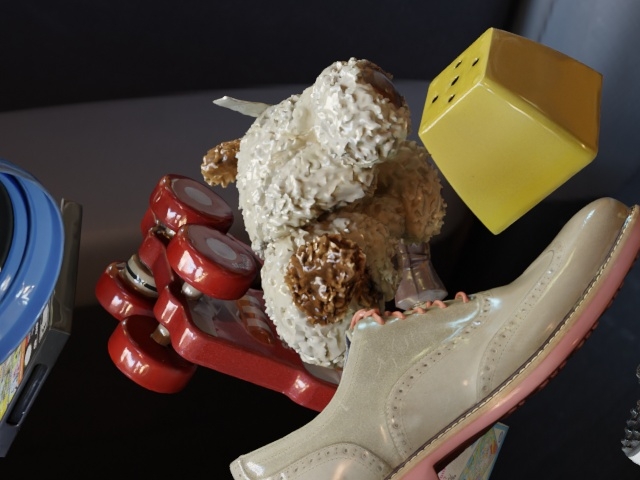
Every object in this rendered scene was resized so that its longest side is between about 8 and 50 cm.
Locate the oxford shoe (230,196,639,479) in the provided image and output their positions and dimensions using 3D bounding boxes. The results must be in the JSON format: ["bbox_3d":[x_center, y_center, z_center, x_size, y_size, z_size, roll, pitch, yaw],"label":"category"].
[{"bbox_3d":[0.087,0.076,0.939,0.130,0.123,0.348,43,76,11],"label":"oxford shoe"}]

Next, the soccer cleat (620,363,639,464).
[{"bbox_3d":[0.426,0.172,1.545,0.116,0.108,0.318,35,33,2],"label":"soccer cleat"}]

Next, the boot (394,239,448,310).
[{"bbox_3d":[0.073,0.041,1.435,0.106,0.037,0.114,-19,42,6],"label":"boot"}]

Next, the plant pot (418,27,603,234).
[{"bbox_3d":[0.265,-0.178,1.983,0.187,0.212,0.212,36,39,-17],"label":"plant pot"}]

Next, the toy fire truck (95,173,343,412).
[{"bbox_3d":[-0.104,0.071,1.576,0.254,0.169,0.302,25,20,-27],"label":"toy fire truck"}]

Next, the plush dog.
[{"bbox_3d":[0.000,0.000,1.189,0.211,0.262,0.225,-11,65,11],"label":"plush dog"}]

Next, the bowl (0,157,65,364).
[{"bbox_3d":[-0.469,0.057,1.536,0.391,0.391,0.077,-30,58,-31],"label":"bowl"}]

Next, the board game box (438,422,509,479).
[{"bbox_3d":[0.137,0.257,1.451,0.026,0.154,0.103,21,-2,41],"label":"board game box"}]

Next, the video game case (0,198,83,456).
[{"bbox_3d":[-0.392,0.117,1.882,0.035,0.248,0.274,20,34,-21],"label":"video game case"}]
